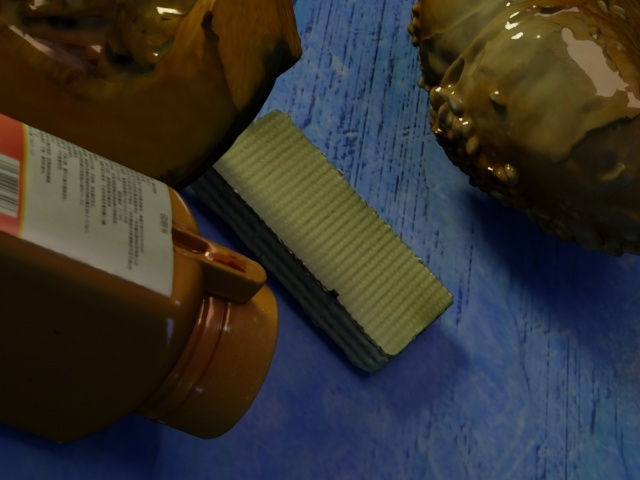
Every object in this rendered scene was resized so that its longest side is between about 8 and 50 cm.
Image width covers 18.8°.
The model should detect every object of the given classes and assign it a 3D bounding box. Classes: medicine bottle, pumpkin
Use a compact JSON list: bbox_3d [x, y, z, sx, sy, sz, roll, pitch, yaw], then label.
[{"bbox_3d":[-0.144,0.034,1.118,0.222,0.149,0.112,23,39,-27],"label":"medicine bottle"},{"bbox_3d":[-0.165,-0.168,1.224,0.303,0.256,0.225,66,27,-13],"label":"pumpkin"}]

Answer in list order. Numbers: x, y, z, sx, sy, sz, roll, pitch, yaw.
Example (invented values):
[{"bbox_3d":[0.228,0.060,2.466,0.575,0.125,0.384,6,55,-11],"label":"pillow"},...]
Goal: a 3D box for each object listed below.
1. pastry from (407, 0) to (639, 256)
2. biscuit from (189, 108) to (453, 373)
[{"bbox_3d":[0.192,-0.116,1.583,0.284,0.184,0.315,11,44,-54],"label":"pastry"},{"bbox_3d":[0.000,0.000,1.396,0.199,0.040,0.121,48,32,4],"label":"biscuit"}]
